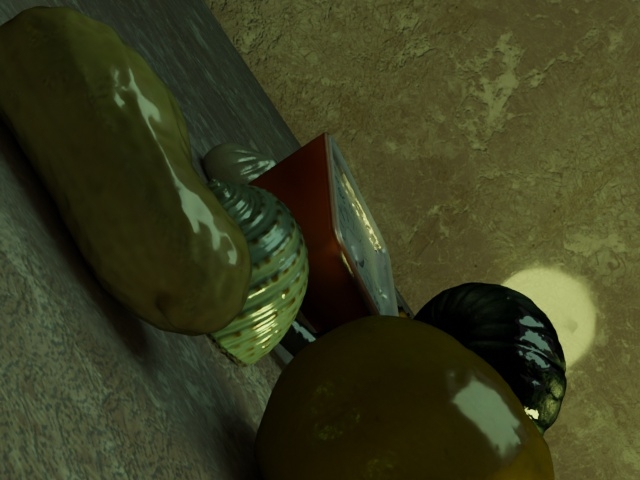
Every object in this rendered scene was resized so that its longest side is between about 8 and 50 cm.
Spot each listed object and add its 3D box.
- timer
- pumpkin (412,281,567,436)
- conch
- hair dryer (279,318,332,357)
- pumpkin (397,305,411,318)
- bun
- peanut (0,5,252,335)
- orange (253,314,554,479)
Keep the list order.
[{"bbox_3d":[0.021,0.027,1.794,0.257,0.161,0.250,62,-1,-37],"label":"timer"},{"bbox_3d":[0.195,0.170,1.676,0.216,0.250,0.250,44,12,-38],"label":"pumpkin"},{"bbox_3d":[-0.073,0.025,1.358,0.200,0.131,0.172,53,6,-26],"label":"conch"},{"bbox_3d":[-0.024,0.112,1.572,0.359,0.120,0.303,43,3,-28],"label":"hair dryer"},{"bbox_3d":[0.100,0.177,1.993,0.254,0.130,0.149,54,0,-43],"label":"pumpkin"},{"bbox_3d":[-0.105,-0.092,1.903,0.138,0.094,0.138,55,10,-14],"label":"bun"},{"bbox_3d":[-0.162,-0.062,1.080,0.319,0.147,0.147,55,6,8],"label":"peanut"},{"bbox_3d":[0.071,0.201,1.142,0.279,0.235,0.279,50,-8,10],"label":"orange"}]
